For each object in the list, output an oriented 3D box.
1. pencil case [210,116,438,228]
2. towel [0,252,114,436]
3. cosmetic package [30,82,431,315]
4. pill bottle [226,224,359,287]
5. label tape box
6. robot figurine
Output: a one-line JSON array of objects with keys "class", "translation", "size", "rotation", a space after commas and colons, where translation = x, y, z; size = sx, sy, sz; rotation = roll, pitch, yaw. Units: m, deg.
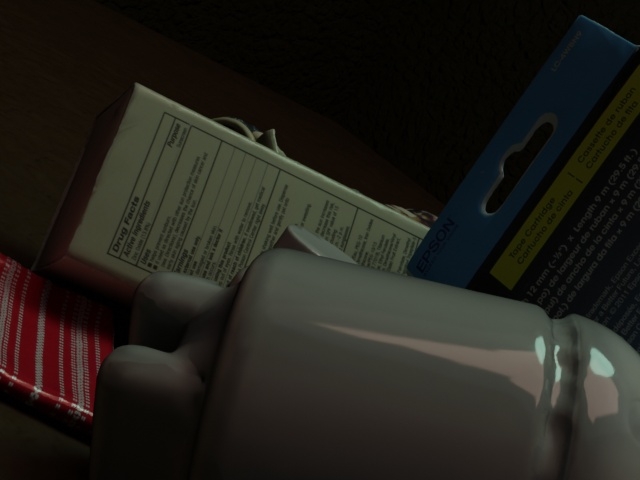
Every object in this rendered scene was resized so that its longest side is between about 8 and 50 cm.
[{"class": "pencil case", "translation": [0.000, 0.000, 1.432], "size": [0.184, 0.159, 0.410], "rotation": [-13, -22, 35]}, {"class": "towel", "translation": [-0.256, 0.025, 0.896], "size": [0.275, 0.031, 0.199], "rotation": [33, 10, -16]}, {"class": "cosmetic package", "translation": [-0.060, 0.013, 1.066], "size": [0.296, 0.153, 0.129], "rotation": [27, -18, -19]}, {"class": "pill bottle", "translation": [-0.040, 0.077, 0.945], "size": [0.094, 0.169, 0.094], "rotation": [32, 10, -6]}, {"class": "label tape box", "translation": [0.249, 0.025, 0.936], "size": [0.115, 0.249, 0.348], "rotation": [26, 12, -42]}, {"class": "robot figurine", "translation": [0.050, 0.122, 0.762], "size": [0.354, 0.199, 0.300], "rotation": [13, 39, 3]}]
